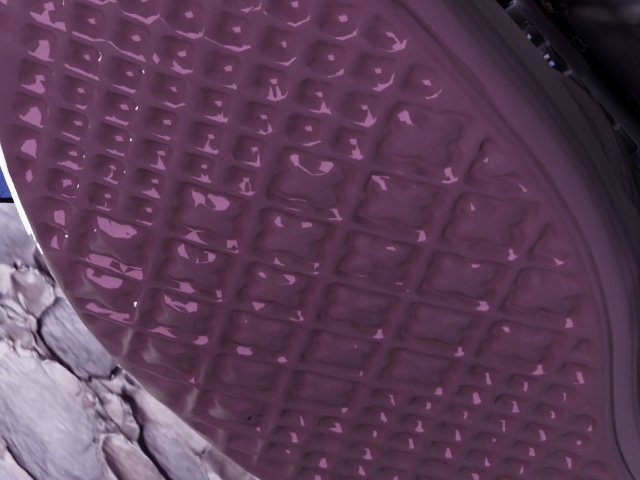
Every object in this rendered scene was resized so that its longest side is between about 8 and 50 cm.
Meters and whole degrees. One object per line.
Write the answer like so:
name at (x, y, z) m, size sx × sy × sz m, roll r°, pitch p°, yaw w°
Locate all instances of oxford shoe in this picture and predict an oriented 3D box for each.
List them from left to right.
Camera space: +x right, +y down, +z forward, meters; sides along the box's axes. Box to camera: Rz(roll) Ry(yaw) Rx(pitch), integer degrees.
oxford shoe at (0.052, 0.019, 0.560) m, size 0.169 × 0.130 × 0.449 m, roll -11°, pitch 140°, yaw 32°

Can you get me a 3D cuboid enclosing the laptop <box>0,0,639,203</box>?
laptop at (0.000, 0.000, 0.689) m, size 0.264 × 0.136 × 0.234 m, roll 49°, pitch 142°, yaw -3°
